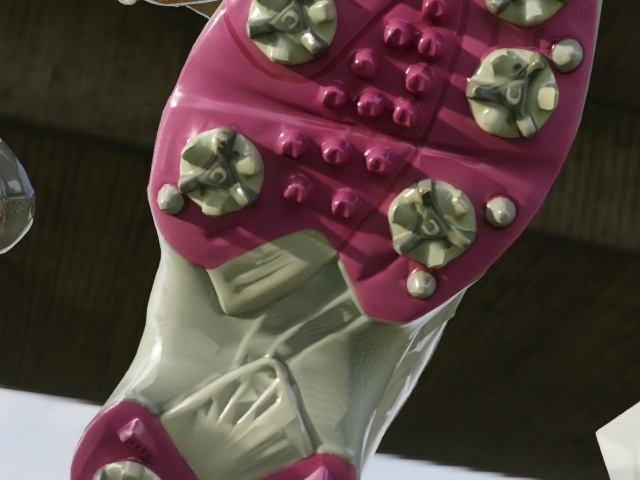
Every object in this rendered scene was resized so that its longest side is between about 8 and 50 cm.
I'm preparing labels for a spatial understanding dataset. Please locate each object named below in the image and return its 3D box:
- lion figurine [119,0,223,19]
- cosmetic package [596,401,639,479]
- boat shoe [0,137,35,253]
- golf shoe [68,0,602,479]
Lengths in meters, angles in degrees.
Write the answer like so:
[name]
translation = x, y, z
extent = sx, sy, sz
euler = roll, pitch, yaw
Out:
[lion figurine]
translation = -0.053, -0.193, 0.795
extent = 0.240, 0.142, 0.392
euler = -20, 9, 9
[cosmetic package]
translation = 0.344, 0.112, 0.732
extent = 0.156, 0.217, 0.385
euler = 14, -42, -35
[boat shoe]
translation = -0.248, -0.030, 0.707
extent = 0.091, 0.109, 0.305
euler = -8, 13, -39
[golf shoe]
translation = 0.000, 0.000, 0.486
extent = 0.115, 0.140, 0.306
euler = 26, -70, 1
